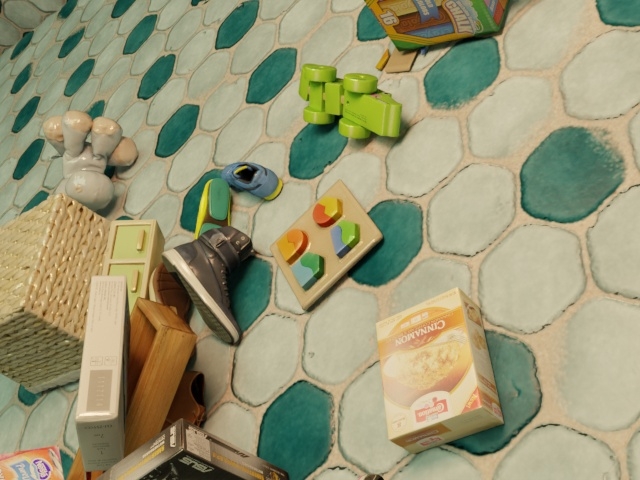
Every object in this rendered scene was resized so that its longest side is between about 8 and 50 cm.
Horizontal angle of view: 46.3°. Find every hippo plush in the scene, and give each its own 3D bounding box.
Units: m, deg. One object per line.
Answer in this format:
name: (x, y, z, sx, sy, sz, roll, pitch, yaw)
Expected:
hippo plush: (-0.651, -0.184, 1.982, 0.294, 0.234, 0.237, -20, 48, 33)

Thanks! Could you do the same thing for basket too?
basket: (-0.606, 0.122, 1.683, 0.331, 0.266, 0.329, -21, 47, 31)

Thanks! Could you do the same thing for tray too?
tray: (-0.345, 0.324, 1.324, 0.203, 0.076, 0.411, 22, 90, 63)

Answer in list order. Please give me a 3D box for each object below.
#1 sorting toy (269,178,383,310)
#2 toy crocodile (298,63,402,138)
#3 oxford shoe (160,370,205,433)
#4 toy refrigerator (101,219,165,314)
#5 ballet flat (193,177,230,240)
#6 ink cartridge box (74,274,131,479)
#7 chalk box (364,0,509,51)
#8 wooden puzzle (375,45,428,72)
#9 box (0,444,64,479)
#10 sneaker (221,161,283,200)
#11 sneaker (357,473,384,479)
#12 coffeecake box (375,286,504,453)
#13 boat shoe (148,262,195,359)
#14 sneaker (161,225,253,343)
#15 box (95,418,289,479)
sorting toy: (0.000, 0.000, 1.355, 0.193, 0.038, 0.208, -44, 39, 11)
toy crocodile: (0.053, -0.279, 1.474, 0.340, 0.105, 0.115, 32, 127, 50)
oxford shoe: (-0.242, 0.324, 1.324, 0.076, 0.076, 0.212, -15, 52, 19)
toy refrigerator: (-0.402, 0.089, 1.578, 0.102, 0.094, 0.270, -1, 58, 3)
ballet flat: (-0.231, -0.025, 1.584, 0.077, 0.077, 0.231, -42, 37, 46)
ink cartridge box: (-0.353, 0.250, 1.241, 0.296, 0.066, 0.261, -102, 16, -47)
chalk box: (0.245, -0.491, 1.370, 0.288, 0.179, 0.180, 2, 58, 41)
wooden puzzle: (0.165, -0.368, 1.494, 0.116, 0.014, 0.079, 18, 78, 50)
box: (-0.511, 0.511, 1.266, 0.142, 0.154, 0.300, -126, 41, -49)
sneaker: (-0.164, -0.143, 1.594, 0.209, 0.082, 0.069, 22, 80, 52)
sneaker: (0.086, 0.392, 0.961, 0.077, 0.072, 0.178, -14, 59, 22)
coffeecake box: (0.160, 0.180, 1.037, 0.142, 0.068, 0.186, -27, 45, 26)
boat shoe: (-0.319, 0.156, 1.511, 0.095, 0.095, 0.258, -46, 35, 25)
sneaker: (-0.176, 0.073, 1.434, 0.163, 0.086, 0.226, -29, 71, -25)
box: (-0.184, 0.368, 1.101, 0.183, 0.231, 0.056, -37, 38, 17)
